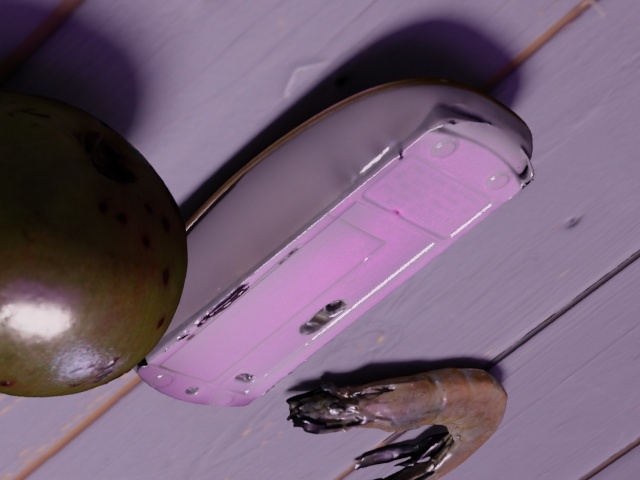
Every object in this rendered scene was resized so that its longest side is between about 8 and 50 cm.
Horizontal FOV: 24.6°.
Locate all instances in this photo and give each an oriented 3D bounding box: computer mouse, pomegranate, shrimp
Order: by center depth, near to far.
[{"bbox_3d":[-0.182,0.014,0.811,0.210,0.179,0.179,-31,143,0],"label":"pomegranate"},{"bbox_3d":[0.000,0.000,0.980,0.310,0.072,0.158,-40,142,22],"label":"computer mouse"},{"bbox_3d":[0.054,0.162,1.236,0.219,0.046,0.152,3,133,-32],"label":"shrimp"}]
